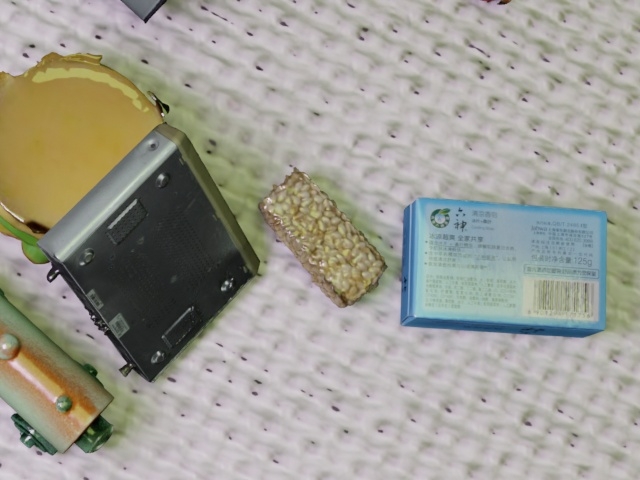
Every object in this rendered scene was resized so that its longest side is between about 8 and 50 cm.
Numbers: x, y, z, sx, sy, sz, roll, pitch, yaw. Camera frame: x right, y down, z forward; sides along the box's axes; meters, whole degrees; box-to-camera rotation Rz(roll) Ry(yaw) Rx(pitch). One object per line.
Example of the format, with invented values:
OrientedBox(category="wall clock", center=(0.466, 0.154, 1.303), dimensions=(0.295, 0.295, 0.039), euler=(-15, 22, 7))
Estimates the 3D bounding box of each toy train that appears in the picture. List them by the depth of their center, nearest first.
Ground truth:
OrientedBox(category="toy train", center=(-0.336, 0.122, 1.863), dimensions=(0.285, 0.177, 0.116), euler=(44, 77, 0))

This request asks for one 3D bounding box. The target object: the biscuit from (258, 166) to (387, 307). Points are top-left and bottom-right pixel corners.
OrientedBox(category="biscuit", center=(0.000, 0.000, 1.995), dimensions=(0.082, 0.070, 0.168), euler=(-42, 91, -10))

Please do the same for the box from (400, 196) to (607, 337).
OrientedBox(category="box", center=(0.212, 0.033, 2.019), dimensions=(0.232, 0.083, 0.142), euler=(4, 80, -7))

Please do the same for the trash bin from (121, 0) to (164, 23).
OrientedBox(category="trash bin", center=(-0.221, -0.410, 1.942), dimensions=(0.262, 0.277, 0.217), euler=(42, 79, -9))

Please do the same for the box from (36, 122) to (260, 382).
OrientedBox(category="box", center=(-0.179, 0.023, 1.873), dimensions=(0.045, 0.270, 0.211), euler=(34, 72, 34))

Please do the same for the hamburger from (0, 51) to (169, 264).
OrientedBox(category="hamburger", center=(-0.284, -0.081, 1.924), dimensions=(0.237, 0.149, 0.237), euler=(4, 72, -14))

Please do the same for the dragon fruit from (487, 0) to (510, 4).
OrientedBox(category="dragon fruit", center=(0.201, -0.314, 2.093), dimensions=(0.083, 0.060, 0.056), euler=(35, 82, 25))
